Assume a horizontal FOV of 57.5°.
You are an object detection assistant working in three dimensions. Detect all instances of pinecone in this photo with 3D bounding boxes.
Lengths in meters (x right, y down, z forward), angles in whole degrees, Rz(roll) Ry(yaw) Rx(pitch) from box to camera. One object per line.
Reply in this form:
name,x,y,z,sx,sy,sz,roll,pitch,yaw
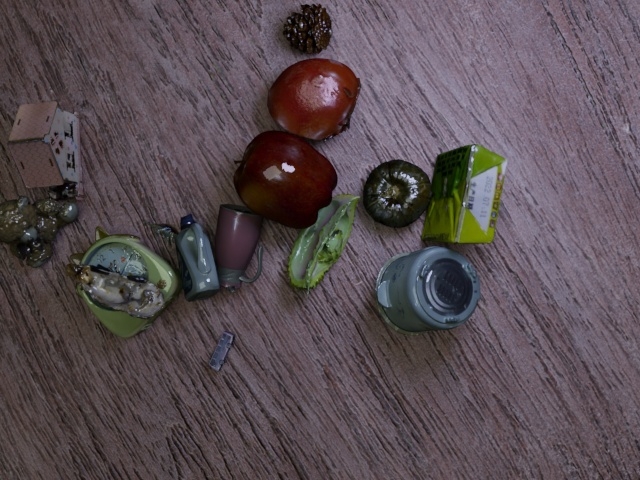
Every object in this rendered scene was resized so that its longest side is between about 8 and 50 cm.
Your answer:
pinecone,-0.040,-0.683,1.891,0.173,0.173,0.173,0,89,4

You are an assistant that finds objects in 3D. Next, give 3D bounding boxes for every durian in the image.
durian,-0.002,0.005,1.865,0.157,0.169,0.355,27,86,4

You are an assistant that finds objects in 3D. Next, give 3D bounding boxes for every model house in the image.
model house,-0.896,-0.288,1.892,0.169,0.244,0.326,-2,90,1

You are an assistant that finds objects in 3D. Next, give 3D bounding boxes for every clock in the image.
clock,-0.654,0.121,1.932,0.348,0.117,0.286,44,92,4

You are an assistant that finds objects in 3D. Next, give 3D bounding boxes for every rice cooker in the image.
rice cooker,0.320,0.155,1.786,0.316,0.316,0.264,-7,81,4

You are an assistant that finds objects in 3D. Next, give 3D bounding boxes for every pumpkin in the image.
pumpkin,0.243,-0.150,1.858,0.223,0.157,0.224,0,89,15

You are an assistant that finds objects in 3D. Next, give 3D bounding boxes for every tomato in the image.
tomato,-0.012,-0.476,1.828,0.309,0.170,0.309,5,63,-10

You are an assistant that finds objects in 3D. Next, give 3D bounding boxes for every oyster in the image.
oyster,-0.649,0.151,1.842,0.345,0.078,0.129,21,70,7

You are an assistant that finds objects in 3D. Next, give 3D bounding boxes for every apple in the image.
apple,-0.117,-0.192,1.820,0.317,0.288,0.288,29,91,-11

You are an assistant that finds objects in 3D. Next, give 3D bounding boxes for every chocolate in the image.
chocolate,0.433,-0.127,1.780,0.137,0.301,0.289,11,91,-8

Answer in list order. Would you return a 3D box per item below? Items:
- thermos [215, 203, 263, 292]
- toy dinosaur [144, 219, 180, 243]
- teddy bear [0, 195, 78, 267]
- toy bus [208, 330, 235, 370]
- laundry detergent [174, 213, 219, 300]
thermos,-0.266,0.028,1.897,0.176,0.146,0.265,14,99,17
toy dinosaur,-0.521,-0.028,1.966,0.180,0.037,0.058,20,67,-3
teddy bear,-0.948,-0.050,1.887,0.156,0.256,0.267,36,91,8
toy bus,-0.328,0.368,1.947,0.052,0.037,0.131,24,90,6
laundry detergent,-0.401,0.043,1.873,0.105,0.215,0.280,-6,77,-24
